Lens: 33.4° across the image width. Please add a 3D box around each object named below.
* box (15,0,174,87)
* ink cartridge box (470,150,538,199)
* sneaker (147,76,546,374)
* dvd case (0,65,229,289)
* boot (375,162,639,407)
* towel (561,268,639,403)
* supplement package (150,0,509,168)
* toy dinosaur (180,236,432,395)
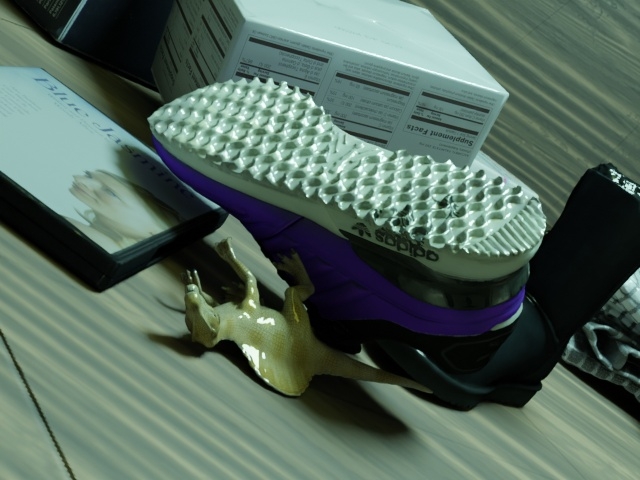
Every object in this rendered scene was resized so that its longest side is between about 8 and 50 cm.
[{"bbox_3d":[-0.201,-0.308,1.180,0.312,0.179,0.343,41,12,31],"label":"box"},{"bbox_3d":[0.180,-0.098,1.584,0.207,0.119,0.353,44,14,35],"label":"ink cartridge box"},{"bbox_3d":[0.000,0.001,0.698,0.293,0.146,0.102,28,45,31],"label":"sneaker"},{"bbox_3d":[-0.159,-0.051,0.665,0.180,0.022,0.253,36,11,2],"label":"dvd case"},{"bbox_3d":[0.163,0.026,0.825,0.094,0.207,0.246,43,14,32],"label":"boot"},{"bbox_3d":[0.400,0.133,1.298,0.235,0.121,0.284,44,16,-2],"label":"towel"},{"bbox_3d":[-0.001,-0.149,0.998,0.261,0.145,0.204,12,28,-26],"label":"supplement package"},{"bbox_3d":[-0.023,0.053,0.616,0.183,0.053,0.093,23,33,-40],"label":"toy dinosaur"}]
